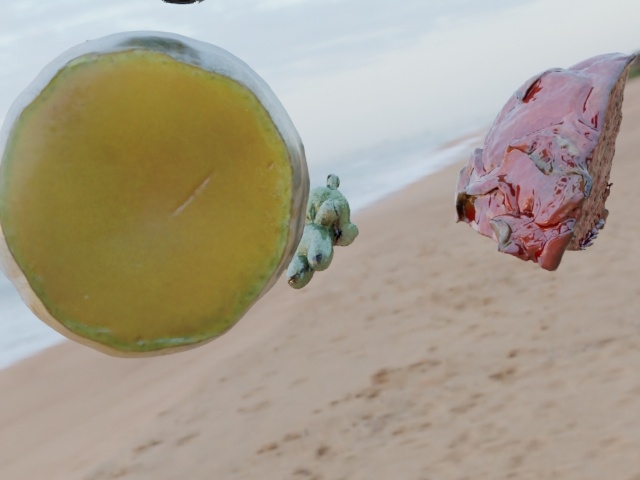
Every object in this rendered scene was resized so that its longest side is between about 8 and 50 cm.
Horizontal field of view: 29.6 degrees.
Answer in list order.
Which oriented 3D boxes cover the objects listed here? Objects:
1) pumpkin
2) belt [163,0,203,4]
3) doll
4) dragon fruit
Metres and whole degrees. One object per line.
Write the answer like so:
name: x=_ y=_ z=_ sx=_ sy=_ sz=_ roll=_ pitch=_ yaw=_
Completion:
pumpkin: x=-0.167 y=-0.032 z=1.152 sx=0.332 sy=0.332 sz=0.199 roll=-16 pitch=12 yaw=-3
belt: x=-0.157 y=-0.291 z=1.209 sx=0.140 sy=0.058 sz=0.105 roll=15 pitch=-36 yaw=3
doll: x=0.000 y=0.000 z=1.394 sx=0.115 sy=0.077 sz=0.150 roll=-53 pitch=13 yaw=37
dragon fruit: x=0.279 y=-0.115 z=1.646 sx=0.228 sy=0.286 sz=0.329 roll=16 pitch=27 yaw=19
